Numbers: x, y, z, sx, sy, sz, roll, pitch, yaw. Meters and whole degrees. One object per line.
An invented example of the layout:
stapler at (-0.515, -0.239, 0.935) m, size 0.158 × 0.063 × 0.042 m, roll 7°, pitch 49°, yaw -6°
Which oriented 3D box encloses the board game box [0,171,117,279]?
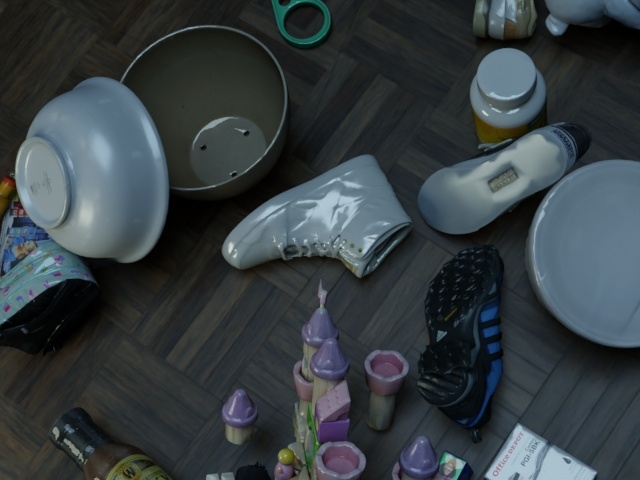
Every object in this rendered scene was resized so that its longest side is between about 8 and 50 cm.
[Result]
board game box at (-0.435, -0.018, 1.994) m, size 0.194 × 0.060 × 0.194 m, roll 1°, pitch 71°, yaw 10°

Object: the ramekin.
ramekin at (0.425, 0.023, 1.737) m, size 0.273 × 0.127 × 0.272 m, roll 0°, pitch 85°, yaw -5°

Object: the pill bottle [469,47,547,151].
pill bottle at (0.292, -0.212, 1.837) m, size 0.118 × 0.208 × 0.117 m, roll -4°, pitch 70°, yaw 10°

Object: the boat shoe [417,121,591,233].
boat shoe at (0.279, -0.103, 1.812) m, size 0.105 × 0.306 × 0.113 m, roll -27°, pitch 85°, yaw -44°

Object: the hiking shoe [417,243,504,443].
hiking shoe at (0.222, 0.144, 1.788) m, size 0.113 × 0.132 × 0.304 m, roll -7°, pitch 46°, yaw 34°

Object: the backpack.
backpack at (-0.443, 0.091, 1.891) m, size 0.182 × 0.152 × 0.115 m, roll -41°, pitch 64°, yaw 15°

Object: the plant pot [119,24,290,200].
plant pot at (-0.172, -0.179, 1.927) m, size 0.284 × 0.191 × 0.284 m, roll -4°, pitch 70°, yaw 11°

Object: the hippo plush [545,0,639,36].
hippo plush at (0.474, -0.366, 1.860) m, size 0.237 × 0.294 × 0.234 m, roll -1°, pitch 101°, yaw 30°

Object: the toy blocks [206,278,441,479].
toy blocks at (-0.006, 0.243, 1.621) m, size 0.309 × 0.260 × 0.288 m, roll -2°, pitch 38°, yaw -9°

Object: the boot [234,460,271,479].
boot at (-0.058, 0.465, 1.717) m, size 0.094 × 0.246 × 0.207 m, roll -25°, pitch 28°, yaw 39°

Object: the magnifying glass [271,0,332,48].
magnifying glass at (-0.068, -0.426, 2.084) m, size 0.092 × 0.026 × 0.231 m, roll -40°, pitch 68°, yaw -4°

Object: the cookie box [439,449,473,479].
cookie box at (0.176, 0.366, 1.719) m, size 0.040 × 0.092 × 0.107 m, roll 25°, pitch 77°, yaw 21°

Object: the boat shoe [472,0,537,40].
boat shoe at (0.336, -0.476, 1.982) m, size 0.103 × 0.113 × 0.302 m, roll 12°, pitch 84°, yaw 14°

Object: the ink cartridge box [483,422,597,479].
ink cartridge box at (0.318, 0.342, 1.718) m, size 0.135 × 0.056 × 0.099 m, roll 30°, pitch 80°, yaw 19°

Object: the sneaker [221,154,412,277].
sneaker at (0.000, 0.000, 1.876) m, size 0.293 × 0.108 × 0.169 m, roll -30°, pitch 65°, yaw -2°

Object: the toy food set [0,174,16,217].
toy food set at (-0.616, -0.120, 2.013) m, size 0.104 × 0.111 × 0.232 m, roll -54°, pitch 51°, yaw 8°

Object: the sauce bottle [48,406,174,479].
sauce bottle at (-0.276, 0.387, 1.791) m, size 0.344 × 0.111 × 0.111 m, roll 37°, pitch 81°, yaw 20°

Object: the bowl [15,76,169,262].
bowl at (-0.373, -0.098, 1.815) m, size 0.298 × 0.134 × 0.297 m, roll 14°, pitch 110°, yaw 43°
